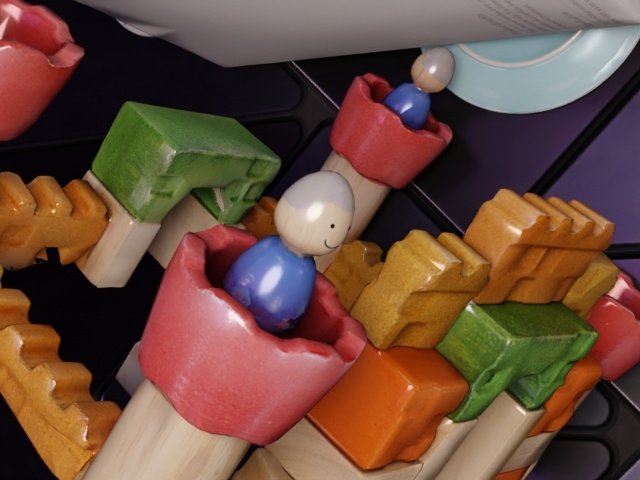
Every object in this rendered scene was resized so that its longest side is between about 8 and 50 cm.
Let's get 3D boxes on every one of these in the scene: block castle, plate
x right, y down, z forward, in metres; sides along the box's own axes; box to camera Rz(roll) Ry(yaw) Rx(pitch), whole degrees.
[{"bbox_3d":[0.000,0.000,0.679,0.303,0.453,0.213,44,112,28],"label":"block castle"},{"bbox_3d":[0.150,-0.186,0.866,0.188,0.024,0.188,-5,80,30],"label":"plate"}]

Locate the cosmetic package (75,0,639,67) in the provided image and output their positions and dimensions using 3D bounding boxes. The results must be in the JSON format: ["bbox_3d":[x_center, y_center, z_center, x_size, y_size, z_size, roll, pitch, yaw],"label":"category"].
[{"bbox_3d":[0.015,-0.231,0.817,0.385,0.217,0.156,2,82,35],"label":"cosmetic package"}]
